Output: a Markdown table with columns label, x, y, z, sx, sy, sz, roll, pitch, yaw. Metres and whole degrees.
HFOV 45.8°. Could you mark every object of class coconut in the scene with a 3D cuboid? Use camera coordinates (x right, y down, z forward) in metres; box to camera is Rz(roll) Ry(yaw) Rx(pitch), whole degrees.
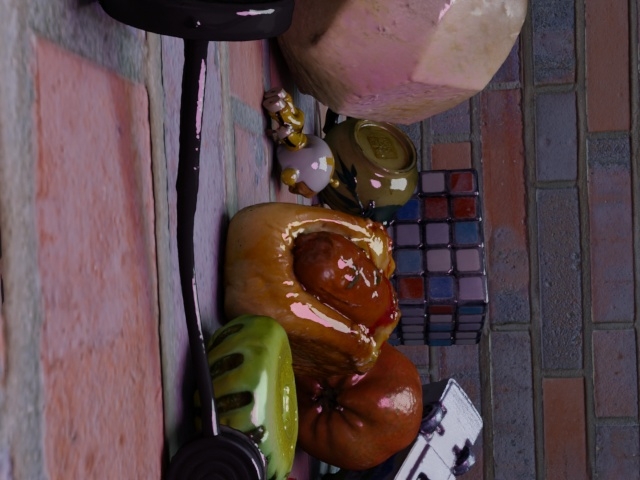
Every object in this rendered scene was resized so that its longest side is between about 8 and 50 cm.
| label | x | y | z | sx | sy | sz | roll | pitch | yaw |
| --- | --- | --- | --- | --- | --- | --- | --- | --- | --- |
| coconut | 0.093 | -0.314 | 0.982 | 0.352 | 0.352 | 0.353 | -2 | 90 | -82 |

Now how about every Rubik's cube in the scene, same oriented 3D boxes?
| label | x | y | z | sx | sy | sz | roll | pitch | yaw |
| --- | --- | --- | --- | --- | --- | --- | --- | --- | --- |
| Rubik's cube | 0.185 | 0.046 | 1.554 | 0.293 | 0.292 | 0.287 | 66 | 23 | -65 |

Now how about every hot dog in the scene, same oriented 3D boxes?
| label | x | y | z | sx | sy | sz | roll | pitch | yaw |
| --- | --- | --- | --- | --- | --- | --- | --- | --- | --- |
| hot dog | 0.003 | 0.055 | 0.757 | 0.257 | 0.153 | 0.150 | 68 | 22 | -67 |

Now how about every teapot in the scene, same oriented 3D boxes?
| label | x | y | z | sx | sy | sz | roll | pitch | yaw |
| --- | --- | --- | --- | --- | --- | --- | --- | --- | --- |
| teapot | 0.060 | -0.116 | 1.276 | 0.182 | 0.173 | 0.269 | -52 | -126 | 45 |

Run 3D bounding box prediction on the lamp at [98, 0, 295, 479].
| label | x | y | z | sx | sy | sz | roll | pitch | yaw |
| --- | --- | --- | --- | --- | --- | --- | --- | --- | --- |
| lamp | -0.081 | 0.016 | 0.459 | 0.108 | 0.130 | 0.371 | -108 | -155 | -82 |

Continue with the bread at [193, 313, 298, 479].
| label | x | y | z | sx | sy | sz | roll | pitch | yaw |
| --- | --- | --- | --- | --- | --- | --- | --- | --- | --- |
| bread | -0.059 | 0.130 | 0.600 | 0.130 | 0.071 | 0.139 | -87 | 169 | -50 |

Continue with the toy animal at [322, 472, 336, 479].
| label | x | y | z | sx | sy | sz | roll | pitch | yaw |
| --- | --- | --- | --- | --- | --- | --- | --- | --- | --- |
| toy animal | 0.073 | 0.379 | 1.263 | 0.197 | 0.160 | 0.272 | 62 | 20 | -67 |

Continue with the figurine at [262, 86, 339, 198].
| label | x | y | z | sx | sy | sz | roll | pitch | yaw |
| --- | --- | --- | --- | --- | --- | --- | --- | --- | --- |
| figurine | -0.028 | -0.118 | 0.915 | 0.101 | 0.068 | 0.143 | -59 | 134 | -66 |

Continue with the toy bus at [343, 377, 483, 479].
| label | x | y | z | sx | sy | sz | roll | pitch | yaw |
| --- | --- | --- | --- | --- | --- | --- | --- | --- | --- |
| toy bus | 0.102 | 0.332 | 1.024 | 0.109 | 0.136 | 0.330 | 54 | 46 | -11 |

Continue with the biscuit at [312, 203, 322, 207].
| label | x | y | z | sx | sy | sz | roll | pitch | yaw |
| --- | --- | --- | --- | --- | --- | --- | --- | --- | --- |
| biscuit | 0.000 | 0.000 | 1.219 | 0.130 | 0.019 | 0.102 | 75 | 15 | -55 |

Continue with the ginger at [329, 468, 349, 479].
| label | x | y | z | sx | sy | sz | roll | pitch | yaw |
| --- | --- | --- | --- | --- | --- | --- | --- | --- | --- |
| ginger | 0.051 | 0.327 | 1.158 | 0.137 | 0.089 | 0.290 | 34 | 43 | -27 |

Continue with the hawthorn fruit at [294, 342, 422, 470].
| label | x | y | z | sx | sy | sz | roll | pitch | yaw |
| --- | --- | --- | --- | --- | --- | --- | --- | --- | --- |
| hawthorn fruit | 0.050 | 0.204 | 0.966 | 0.189 | 0.189 | 0.189 | -2 | 90 | -82 |

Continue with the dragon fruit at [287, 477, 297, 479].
| label | x | y | z | sx | sy | sz | roll | pitch | yaw |
| --- | --- | --- | --- | --- | --- | --- | --- | --- | --- |
| dragon fruit | -0.035 | 0.289 | 0.795 | 0.083 | 0.056 | 0.060 | -9 | 120 | -75 |
